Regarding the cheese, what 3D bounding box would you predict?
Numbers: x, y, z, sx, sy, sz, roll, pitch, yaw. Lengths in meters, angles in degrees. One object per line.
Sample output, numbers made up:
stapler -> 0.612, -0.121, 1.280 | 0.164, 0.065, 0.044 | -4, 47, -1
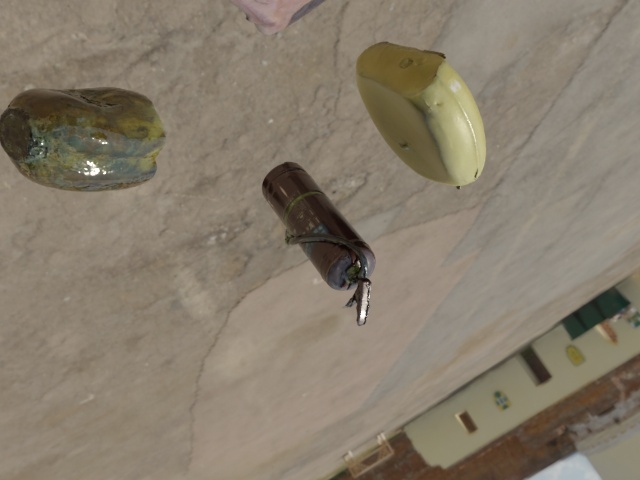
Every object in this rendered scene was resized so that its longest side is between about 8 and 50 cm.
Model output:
cheese -> 0.196, -0.214, 1.161 | 0.128, 0.259, 0.316 | -43, 134, -1

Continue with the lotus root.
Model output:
lotus root -> -0.546, -0.234, 1.439 | 0.250, 0.250, 0.346 | -44, 162, 29

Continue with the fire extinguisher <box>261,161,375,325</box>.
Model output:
fire extinguisher -> 0.000, 0.000, 1.100 | 0.105, 0.341, 0.141 | -11, 132, -25

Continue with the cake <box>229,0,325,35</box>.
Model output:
cake -> -0.035, -0.495, 0.940 | 0.309, 0.237, 0.230 | -28, 176, 8
